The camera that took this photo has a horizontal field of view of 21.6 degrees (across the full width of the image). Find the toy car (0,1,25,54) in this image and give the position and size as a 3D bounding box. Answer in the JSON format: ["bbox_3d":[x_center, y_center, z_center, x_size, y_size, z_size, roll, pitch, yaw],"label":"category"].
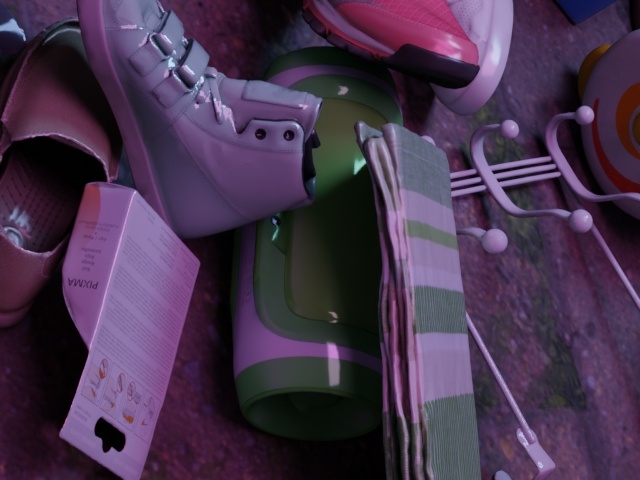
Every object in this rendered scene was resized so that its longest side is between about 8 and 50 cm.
[{"bbox_3d":[-0.269,-0.224,1.210,0.155,0.149,0.188,-14,89,-52],"label":"toy car"}]

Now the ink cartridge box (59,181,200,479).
[{"bbox_3d":[-0.145,0.069,1.183,0.145,0.045,0.179,55,48,-63],"label":"ink cartridge box"}]

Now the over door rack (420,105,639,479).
[{"bbox_3d":[0.215,0.039,1.481,0.239,0.108,0.324,-12,77,-40],"label":"over door rack"}]

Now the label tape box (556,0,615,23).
[{"bbox_3d":[0.388,-0.389,1.723,0.115,0.249,0.348,50,48,-8],"label":"label tape box"}]

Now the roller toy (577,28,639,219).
[{"bbox_3d":[0.350,-0.114,1.602,0.146,0.191,0.209,-9,76,-40],"label":"roller toy"}]

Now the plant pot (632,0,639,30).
[{"bbox_3d":[0.500,-0.241,1.758,0.263,0.229,0.263,17,60,-33],"label":"plant pot"}]

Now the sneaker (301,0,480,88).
[{"bbox_3d":[0.042,-0.237,1.360,0.116,0.136,0.314,14,25,-37],"label":"sneaker"}]

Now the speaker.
[{"bbox_3d":[0.000,0.000,1.317,0.131,0.131,0.297,20,58,-30],"label":"speaker"}]

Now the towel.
[{"bbox_3d":[0.079,0.082,1.273,0.248,0.038,0.325,13,70,-75],"label":"towel"}]

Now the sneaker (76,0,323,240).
[{"bbox_3d":[-0.079,-0.126,1.212,0.094,0.151,0.256,-79,155,-59],"label":"sneaker"}]

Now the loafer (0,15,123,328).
[{"bbox_3d":[-0.190,-0.060,1.216,0.102,0.092,0.269,30,54,-24],"label":"loafer"}]

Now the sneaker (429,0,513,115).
[{"bbox_3d":[0.079,-0.253,1.521,0.169,0.108,0.293,21,48,-28],"label":"sneaker"}]
